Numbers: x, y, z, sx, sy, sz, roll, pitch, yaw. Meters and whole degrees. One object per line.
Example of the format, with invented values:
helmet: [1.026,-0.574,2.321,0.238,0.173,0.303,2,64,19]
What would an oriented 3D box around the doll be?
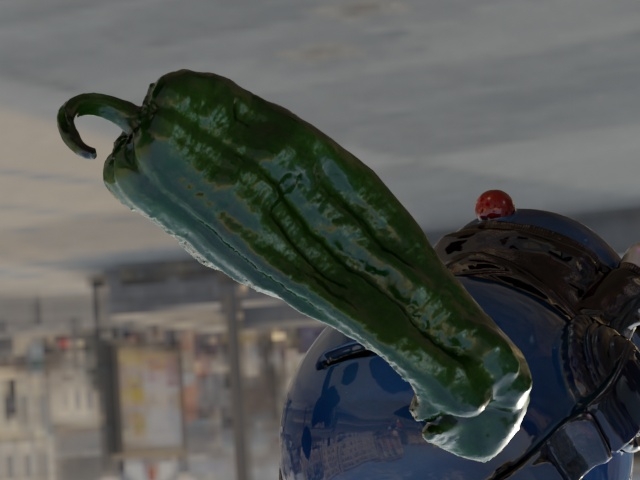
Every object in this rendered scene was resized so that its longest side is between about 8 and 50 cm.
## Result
doll: [0.107,0.116,1.264,0.284,0.240,0.310,-20,-156,38]

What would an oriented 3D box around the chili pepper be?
chili pepper: [-0.003,0.005,0.852,0.257,0.100,0.074,36,148,-4]
